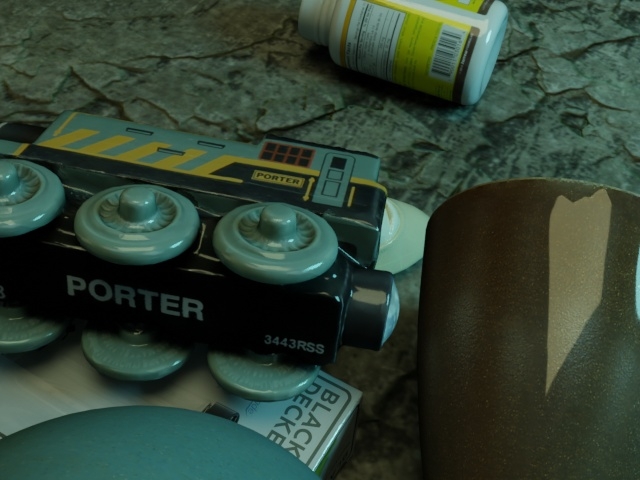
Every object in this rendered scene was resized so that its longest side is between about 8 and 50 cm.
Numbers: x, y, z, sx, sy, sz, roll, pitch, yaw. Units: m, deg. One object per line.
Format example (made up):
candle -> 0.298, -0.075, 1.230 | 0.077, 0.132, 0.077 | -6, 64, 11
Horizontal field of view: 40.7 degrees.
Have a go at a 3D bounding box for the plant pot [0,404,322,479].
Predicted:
plant pot -> -0.115, 0.209, 0.401 | 0.290, 0.195, 0.290 | -3, 69, 7

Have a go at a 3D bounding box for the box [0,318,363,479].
box -> -0.134, 0.124, 0.620 | 0.290, 0.087, 0.169 | 26, 50, 17

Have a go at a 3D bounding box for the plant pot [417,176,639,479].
plant pot -> 0.155, 0.111, 0.604 | 0.215, 0.215, 0.230 | 14, 62, 7

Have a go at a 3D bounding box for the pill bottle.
pill bottle -> 0.089, -0.234, 0.955 | 0.215, 0.117, 0.117 | 21, 49, 12

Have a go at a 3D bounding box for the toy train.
toy train -> -0.107, -0.005, 0.600 | 0.334, 0.142, 0.190 | 10, 35, 5

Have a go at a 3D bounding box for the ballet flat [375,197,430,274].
ballet flat -> 0.000, 0.000, 0.754 | 0.248, 0.086, 0.086 | -17, 51, -21
